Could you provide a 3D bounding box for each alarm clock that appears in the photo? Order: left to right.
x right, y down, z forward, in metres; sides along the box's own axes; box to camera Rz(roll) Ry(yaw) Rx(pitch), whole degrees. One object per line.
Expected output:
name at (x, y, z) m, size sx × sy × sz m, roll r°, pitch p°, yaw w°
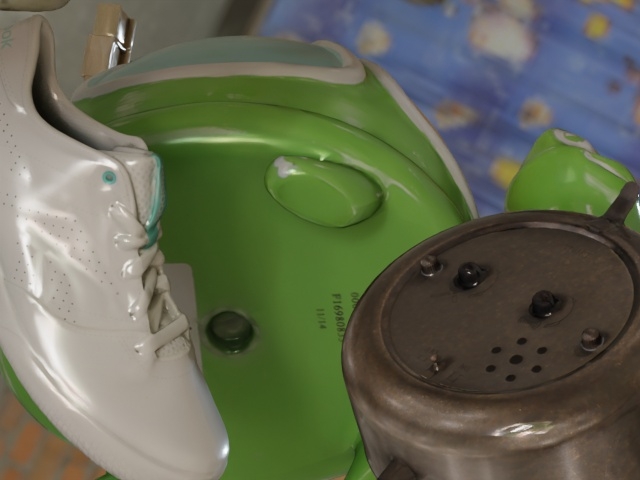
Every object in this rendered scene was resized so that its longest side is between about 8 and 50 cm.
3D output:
alarm clock at (0.060, 0.054, 0.720) m, size 0.192 × 0.129 × 0.064 m, roll -42°, pitch 133°, yaw -26°

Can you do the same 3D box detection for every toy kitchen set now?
toy kitchen set at (-0.115, -0.108, 1.350) m, size 0.068 × 0.075 × 0.083 m, roll 50°, pitch 47°, yaw -72°

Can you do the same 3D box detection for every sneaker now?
sneaker at (-0.091, 0.005, 0.827) m, size 0.094 × 0.212 × 0.080 m, roll -36°, pitch 176°, yaw 22°

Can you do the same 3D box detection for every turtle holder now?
turtle holder at (-0.015, -0.011, 1.053) m, size 0.320 × 0.243 × 0.227 m, roll -28°, pitch -153°, yaw 19°

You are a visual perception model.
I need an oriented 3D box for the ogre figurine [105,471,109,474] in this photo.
ogre figurine at (-0.188, 0.282, 1.813) m, size 0.118 × 0.097 × 0.197 m, roll 11°, pitch 91°, yaw -56°

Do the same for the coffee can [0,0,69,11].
coffee can at (-0.141, -0.240, 0.672) m, size 0.201 × 0.201 × 0.275 m, roll -27°, pitch 138°, yaw -73°
